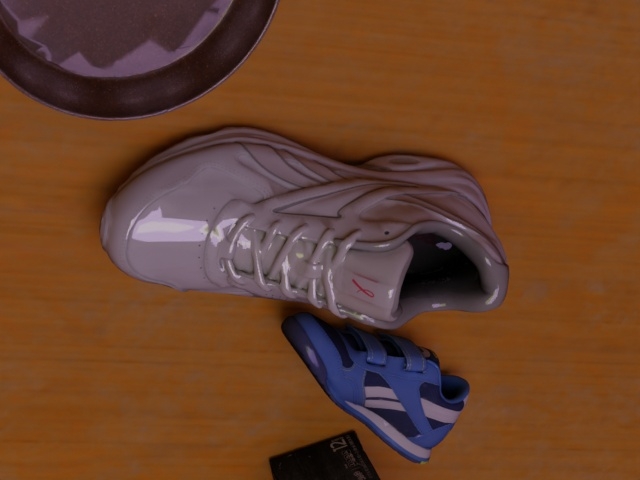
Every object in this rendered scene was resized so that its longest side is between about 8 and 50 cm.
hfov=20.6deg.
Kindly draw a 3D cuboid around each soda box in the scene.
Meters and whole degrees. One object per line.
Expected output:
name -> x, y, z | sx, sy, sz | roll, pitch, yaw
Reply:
soda box -> 0.022, 0.183, 1.020 | 0.060, 0.169, 0.053 | -18, 120, -9

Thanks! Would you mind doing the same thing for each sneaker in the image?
sneaker -> 0.033, 0.075, 1.039 | 0.059, 0.053, 0.144 | -45, 129, 8
sneaker -> 0.000, 0.000, 0.950 | 0.232, 0.115, 0.090 | -1, 116, -18

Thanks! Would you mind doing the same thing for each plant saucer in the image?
plant saucer -> -0.101, -0.143, 0.894 | 0.168, 0.029, 0.168 | -7, 117, -15
